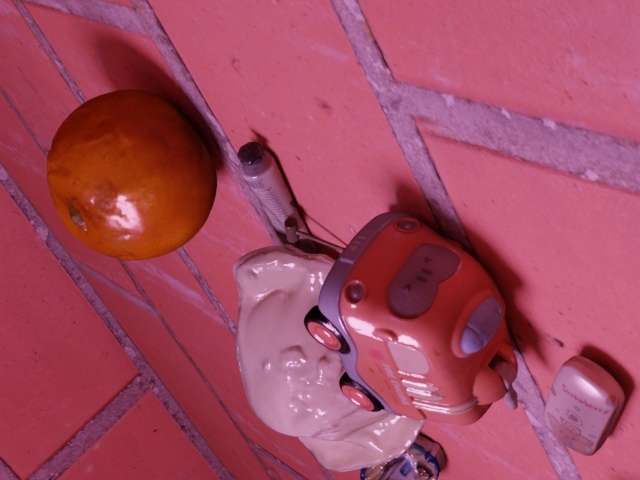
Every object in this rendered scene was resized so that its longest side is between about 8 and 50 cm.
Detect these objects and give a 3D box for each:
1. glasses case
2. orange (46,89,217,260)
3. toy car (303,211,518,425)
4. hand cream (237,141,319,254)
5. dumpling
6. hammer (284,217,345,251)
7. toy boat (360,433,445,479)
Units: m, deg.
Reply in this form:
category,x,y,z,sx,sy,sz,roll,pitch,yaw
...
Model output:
category,x,y,z,sx,sy,sz,roll,pitch,yaw
glasses case,0.305,0.195,1.433,0.081,0.051,0.204,40,160,23
orange,-0.278,-0.098,1.833,0.261,0.261,0.261,41,160,18
toy car,0.129,0.105,1.465,0.212,0.180,0.270,16,147,38
hand cream,-0.063,-0.054,1.749,0.080,0.050,0.234,24,156,31
dumpling,0.028,0.171,1.847,0.315,0.233,0.395,-11,110,32
hammer,0.000,0.000,1.728,0.110,0.019,0.035,20,147,19
toy boat,0.129,0.399,2.128,0.114,0.115,0.262,48,162,-2
